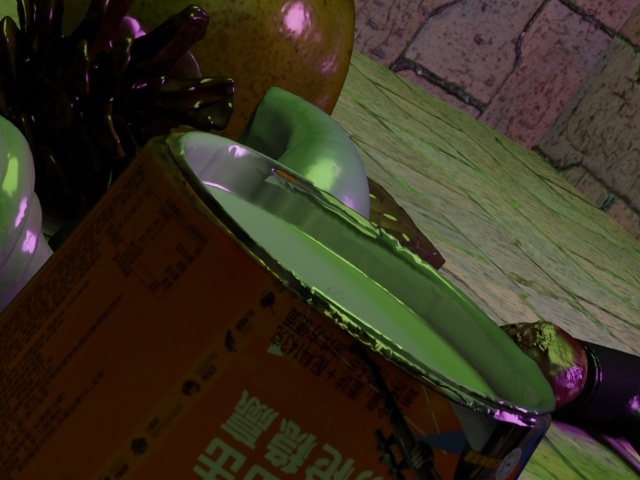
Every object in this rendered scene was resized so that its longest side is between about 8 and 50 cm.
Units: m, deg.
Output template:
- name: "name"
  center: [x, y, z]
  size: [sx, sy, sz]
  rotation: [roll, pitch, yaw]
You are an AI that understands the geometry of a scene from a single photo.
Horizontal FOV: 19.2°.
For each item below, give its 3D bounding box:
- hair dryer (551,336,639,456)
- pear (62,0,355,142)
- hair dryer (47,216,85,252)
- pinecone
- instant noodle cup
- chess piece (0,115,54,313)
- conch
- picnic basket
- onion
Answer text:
- name: "hair dryer"
  center: [0.339, 0.204, 1.925]
  size: [0.197, 0.089, 0.251]
  rotation: [21, 24, -52]
- name: "pear"
  center: [-0.119, -0.198, 1.775]
  size: [0.294, 0.294, 0.294]
  rotation: [34, 11, -8]
- name: "hair dryer"
  center: [-0.096, 0.072, 1.278]
  size: [0.219, 0.075, 0.195]
  rotation: [46, 2, 1]
- name: "pinecone"
  center: [-0.169, -0.115, 1.458]
  size: [0.229, 0.201, 0.202]
  rotation: [62, 34, -12]
- name: "instant noodle cup"
  center: [-0.041, 0.095, 0.894]
  size: [0.296, 0.214, 0.296]
  rotation: [34, 12, -8]
- name: "chess piece"
  center: [-0.154, 0.041, 1.088]
  size: [0.272, 0.139, 0.139]
  rotation: [41, 5, -40]
- name: "conch"
  center: [-0.040, -0.016, 1.476]
  size: [0.121, 0.185, 0.221]
  rotation: [47, 34, -29]
- name: "picnic basket"
  center: [0.000, 0.000, 1.605]
  size: [0.178, 0.138, 0.128]
  rotation: [47, 16, 25]
- name: "onion"
  center: [0.202, 0.125, 1.819]
  size: [0.107, 0.097, 0.107]
  rotation: [0, 34, 0]
